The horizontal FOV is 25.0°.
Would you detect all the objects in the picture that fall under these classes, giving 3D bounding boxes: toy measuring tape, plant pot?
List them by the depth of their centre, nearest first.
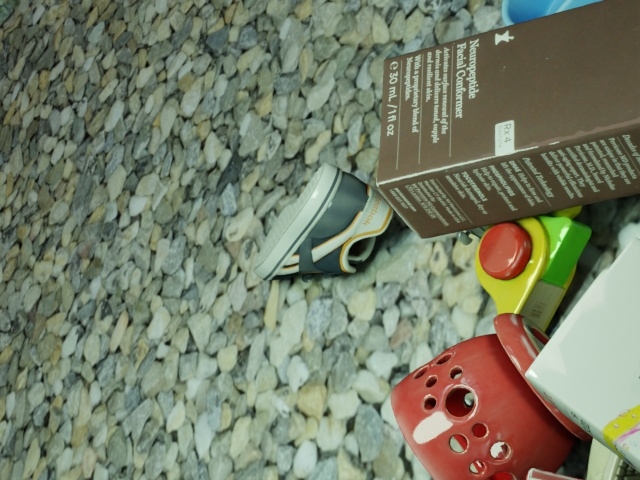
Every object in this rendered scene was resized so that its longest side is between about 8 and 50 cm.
[{"bbox_3d":[0.201,0.190,1.597,0.174,0.191,0.191,-38,38,12],"label":"plant pot"},{"bbox_3d":[0.216,0.077,1.735,0.330,0.121,0.121,-63,33,10],"label":"toy measuring tape"}]

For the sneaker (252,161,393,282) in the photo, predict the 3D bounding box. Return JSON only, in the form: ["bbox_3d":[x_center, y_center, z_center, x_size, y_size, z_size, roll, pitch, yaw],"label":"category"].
[{"bbox_3d":[0.000,0.000,2.061,0.126,0.127,0.321,-67,10,-22],"label":"sneaker"}]

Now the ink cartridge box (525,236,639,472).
[{"bbox_3d":[0.340,0.142,1.359,0.232,0.171,0.168,38,88,20],"label":"ink cartridge box"}]

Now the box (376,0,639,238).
[{"bbox_3d":[0.261,-0.143,1.652,0.381,0.143,0.191,-12,55,24],"label":"box"}]

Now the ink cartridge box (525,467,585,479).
[{"bbox_3d":[0.260,0.314,1.298,0.197,0.273,0.114,12,65,8],"label":"ink cartridge box"}]

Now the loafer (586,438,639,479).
[{"bbox_3d":[0.333,0.178,1.506,0.268,0.102,0.092,-65,18,-16],"label":"loafer"}]

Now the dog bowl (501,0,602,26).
[{"bbox_3d":[0.337,-0.288,1.886,0.166,0.074,0.297,-49,35,14],"label":"dog bowl"}]

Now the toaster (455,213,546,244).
[{"bbox_3d":[0.231,-0.100,1.831,0.227,0.129,0.146,-51,38,4],"label":"toaster"}]
